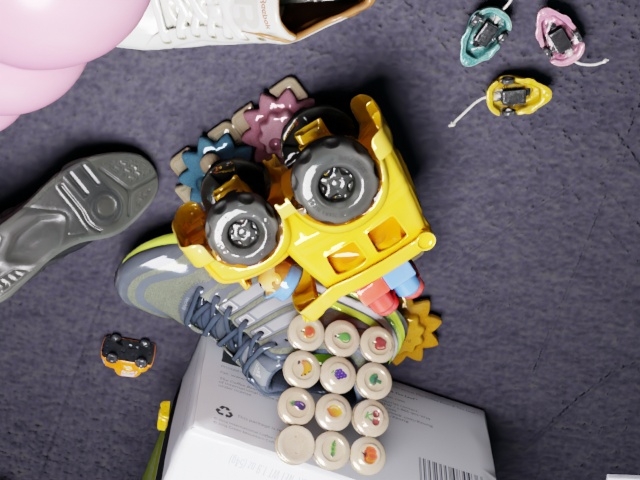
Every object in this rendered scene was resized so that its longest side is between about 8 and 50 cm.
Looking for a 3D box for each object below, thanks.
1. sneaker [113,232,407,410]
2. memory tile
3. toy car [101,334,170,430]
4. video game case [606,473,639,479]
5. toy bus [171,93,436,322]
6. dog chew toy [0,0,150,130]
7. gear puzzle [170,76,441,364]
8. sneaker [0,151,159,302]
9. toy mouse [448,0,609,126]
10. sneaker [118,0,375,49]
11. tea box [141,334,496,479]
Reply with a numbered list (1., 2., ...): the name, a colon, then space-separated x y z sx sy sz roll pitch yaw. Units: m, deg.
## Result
1. sneaker: -0.064 0.082 1.357 0.300 0.121 0.111 16 131 0
2. memory tile: 0.015 0.146 1.298 0.113 0.148 0.012 12 160 -16
3. toy car: -0.197 0.154 1.435 0.060 0.122 0.040 -2 135 -19
4. video game case: 0.362 0.320 1.555 0.087 0.011 0.122 3 116 0
5. toy bus: 0.000 0.000 1.287 0.220 0.149 0.211 -30 113 4
6. dog chew toy: -0.280 -0.206 1.199 0.207 0.206 0.332 34 137 -14
7. gear puzzle: 0.002 0.010 1.393 0.175 0.044 0.339 -33 111 15
8. sneaker: -0.273 -0.019 1.371 0.227 0.130 0.087 -37 107 -13
9. toy mouse: 0.190 -0.192 1.300 0.161 0.031 0.143 -9 116 5
10. sneaker: -0.084 -0.227 1.239 0.290 0.123 0.105 -11 117 8
11. tea box: -0.028 0.310 1.441 0.329 0.220 0.323 19 115 -8
